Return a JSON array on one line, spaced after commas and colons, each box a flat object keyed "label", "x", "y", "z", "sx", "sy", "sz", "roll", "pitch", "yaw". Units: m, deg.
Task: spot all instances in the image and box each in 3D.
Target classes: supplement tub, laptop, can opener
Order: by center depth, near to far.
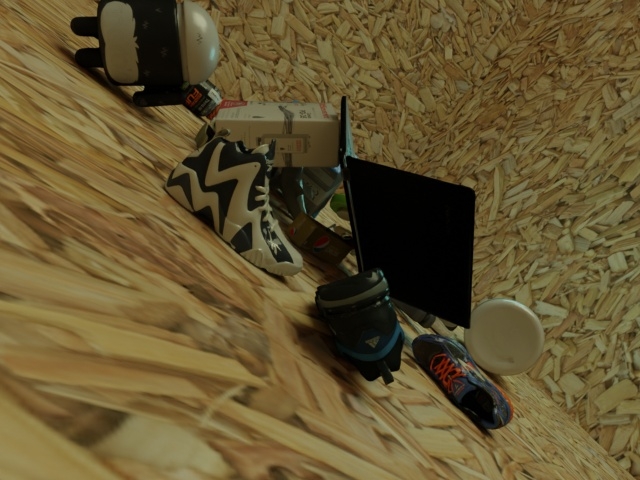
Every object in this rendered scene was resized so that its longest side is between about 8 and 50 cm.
[{"label": "laptop", "x": 0.182, "y": -0.071, "z": 1.142, "sx": 0.407, "sy": 0.237, "sz": 0.381, "roll": -87, "pitch": 168, "yaw": -48}, {"label": "can opener", "x": 0.228, "y": 0.133, "z": 1.404, "sx": 0.076, "sy": 0.095, "sz": 0.283, "roll": 36, "pitch": 2, "yaw": -29}, {"label": "supplement tub", "x": -0.417, "y": -0.497, "z": 1.718, "sx": 0.190, "sy": 0.117, "sz": 0.117, "roll": 37, "pitch": 9, "yaw": -25}, {"label": "supplement tub", "x": 0.610, "y": 0.314, "z": 1.734, "sx": 0.241, "sy": 0.241, "sz": 0.331, "roll": 43, "pitch": 7, "yaw": 16}]

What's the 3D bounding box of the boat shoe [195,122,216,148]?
[{"label": "boat shoe", "x": -0.276, "y": -0.248, "z": 1.255, "sx": 0.042, "sy": 0.049, "sz": 0.133, "roll": 32, "pitch": 18, "yaw": -30}]

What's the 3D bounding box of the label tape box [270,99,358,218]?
[{"label": "label tape box", "x": -0.072, "y": -0.207, "z": 1.545, "sx": 0.249, "sy": 0.115, "sz": 0.347, "roll": 43, "pitch": -37, "yaw": 4}]

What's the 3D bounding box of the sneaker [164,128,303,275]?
[{"label": "sneaker", "x": -0.088, "y": -0.065, "z": 0.748, "sx": 0.235, "sy": 0.153, "sz": 0.094, "roll": 40, "pitch": 9, "yaw": -4}]

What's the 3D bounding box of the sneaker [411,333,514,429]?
[{"label": "sneaker", "x": 0.257, "y": 0.254, "z": 0.940, "sx": 0.221, "sy": 0.083, "sz": 0.087, "roll": 40, "pitch": 15, "yaw": 19}]

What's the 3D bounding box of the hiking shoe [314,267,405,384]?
[{"label": "hiking shoe", "x": 0.054, "y": 0.119, "z": 0.719, "sx": 0.304, "sy": 0.113, "sz": 0.131, "roll": 34, "pitch": 39, "yaw": -80}]

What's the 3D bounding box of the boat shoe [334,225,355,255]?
[{"label": "boat shoe", "x": 0.085, "y": -0.007, "z": 1.675, "sx": 0.135, "sy": 0.050, "sz": 0.045, "roll": 46, "pitch": 4, "yaw": 34}]

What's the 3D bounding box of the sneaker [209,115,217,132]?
[{"label": "sneaker", "x": -0.260, "y": -0.334, "z": 1.687, "sx": 0.237, "sy": 0.085, "sz": 0.086, "roll": 31, "pitch": 37, "yaw": 12}]

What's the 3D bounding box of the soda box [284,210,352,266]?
[{"label": "soda box", "x": 0.000, "y": 0.000, "z": 1.161, "sx": 0.058, "sy": 0.061, "sz": 0.181, "roll": 45, "pitch": 8, "yaw": 32}]

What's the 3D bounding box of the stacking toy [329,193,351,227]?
[{"label": "stacking toy", "x": 0.152, "y": -0.008, "z": 1.561, "sx": 0.280, "sy": 0.130, "sz": 0.309, "roll": 16, "pitch": -21, "yaw": 33}]

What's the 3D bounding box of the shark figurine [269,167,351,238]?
[{"label": "shark figurine", "x": -0.043, "y": -0.101, "z": 1.339, "sx": 0.278, "sy": 0.166, "sz": 0.116, "roll": 66, "pitch": -22, "yaw": -9}]

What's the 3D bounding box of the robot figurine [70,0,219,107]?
[{"label": "robot figurine", "x": -0.348, "y": -0.402, "z": 1.050, "sx": 0.209, "sy": 0.279, "sz": 0.173, "roll": 107, "pitch": -24, "yaw": -59}]

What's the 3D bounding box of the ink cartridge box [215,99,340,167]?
[{"label": "ink cartridge box", "x": -0.101, "y": -0.262, "z": 1.249, "sx": 0.283, "sy": 0.117, "sz": 0.207, "roll": -1, "pitch": 27, "yaw": -5}]

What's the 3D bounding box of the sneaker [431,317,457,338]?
[{"label": "sneaker", "x": 0.320, "y": 0.176, "z": 1.590, "sx": 0.271, "sy": 0.108, "sz": 0.100, "roll": 42, "pitch": 9, "yaw": 15}]
